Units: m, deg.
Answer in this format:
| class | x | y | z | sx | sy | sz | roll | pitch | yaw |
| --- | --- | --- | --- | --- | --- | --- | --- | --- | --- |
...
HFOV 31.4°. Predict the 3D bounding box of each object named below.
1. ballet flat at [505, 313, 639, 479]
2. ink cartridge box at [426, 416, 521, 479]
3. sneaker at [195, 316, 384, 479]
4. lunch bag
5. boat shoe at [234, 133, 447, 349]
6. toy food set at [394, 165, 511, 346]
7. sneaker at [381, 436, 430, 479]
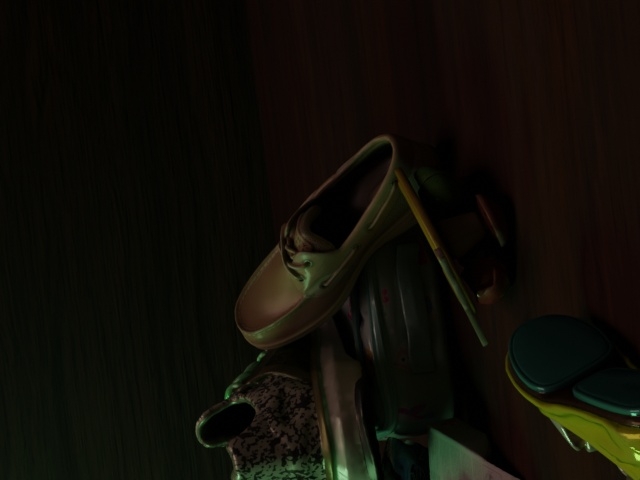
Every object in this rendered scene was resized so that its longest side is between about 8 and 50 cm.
| class | x | y | z | sx | sy | sz | roll | pitch | yaw |
| --- | --- | --- | --- | --- | --- | --- | --- | --- | --- |
| ballet flat | 0.185 | 0.111 | 0.750 | 0.231 | 0.077 | 0.077 | -144 | 31 | -76 |
| ink cartridge box | 0.170 | 0.271 | 1.144 | 0.179 | 0.045 | 0.145 | 18 | 115 | 62 |
| sneaker | -0.055 | 0.174 | 1.287 | 0.410 | 0.182 | 0.158 | -146 | 48 | -78 |
| lunch bag | 0.076 | 0.089 | 1.324 | 0.224 | 0.108 | 0.279 | 116 | 146 | -76 |
| boat shoe | 0.000 | 0.000 | 1.209 | 0.098 | 0.302 | 0.109 | 18 | -144 | -50 |
| toy food set | 0.134 | -0.006 | 1.035 | 0.128 | 0.071 | 0.218 | 60 | -175 | -28 |
| sneaker | 0.110 | 0.252 | 1.255 | 0.162 | 0.073 | 0.063 | 7 | -88 | -70 |
